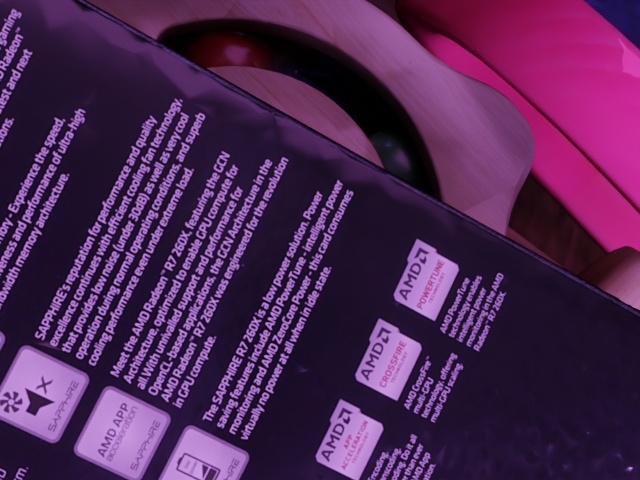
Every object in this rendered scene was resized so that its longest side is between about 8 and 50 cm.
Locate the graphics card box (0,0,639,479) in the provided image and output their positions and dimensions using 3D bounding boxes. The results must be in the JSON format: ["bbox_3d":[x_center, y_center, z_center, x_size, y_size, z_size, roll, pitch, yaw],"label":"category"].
[{"bbox_3d":[-0.045,0.072,0.520,0.371,0.094,0.233,27,85,-16],"label":"graphics card box"}]

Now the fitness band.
[{"bbox_3d":[0.151,-0.022,0.702,0.291,0.209,0.054,43,92,-14],"label":"fitness band"}]

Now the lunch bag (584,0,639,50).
[{"bbox_3d":[0.145,-0.101,0.834,0.067,0.065,0.098,22,45,-20],"label":"lunch bag"}]

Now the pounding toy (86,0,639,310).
[{"bbox_3d":[0.000,0.000,0.677,0.269,0.155,0.154,36,77,2],"label":"pounding toy"}]
